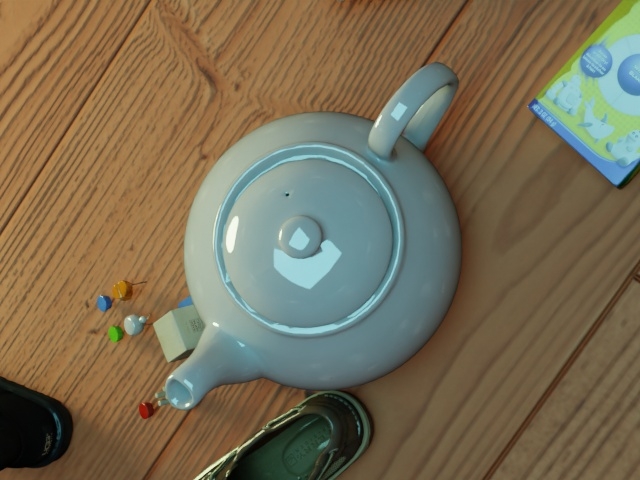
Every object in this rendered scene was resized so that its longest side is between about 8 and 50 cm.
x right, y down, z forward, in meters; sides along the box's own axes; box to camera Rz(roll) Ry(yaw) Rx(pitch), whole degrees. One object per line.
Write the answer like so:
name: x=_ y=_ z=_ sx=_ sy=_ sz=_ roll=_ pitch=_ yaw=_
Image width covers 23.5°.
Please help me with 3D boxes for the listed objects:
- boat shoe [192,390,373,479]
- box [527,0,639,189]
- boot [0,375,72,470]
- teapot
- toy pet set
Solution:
boat shoe: x=-0.069 y=0.224 z=1.329 sx=0.095 sy=0.095 sz=0.257 roll=45 pitch=100 yaw=13
box: x=0.270 y=-0.142 z=1.268 sx=0.105 sy=0.043 sz=0.179 roll=43 pitch=98 yaw=13
boot: x=-0.365 y=0.152 z=1.359 sx=0.246 sy=0.207 sz=0.094 roll=16 pitch=93 yaw=17
teapot: x=0.000 y=0.000 z=1.252 sx=0.252 sy=0.187 sz=0.256 roll=-7 pitch=82 yaw=6
toy pet set: x=-0.130 y=0.082 z=1.381 sx=0.114 sy=0.065 sz=0.122 roll=-34 pitch=74 yaw=48
